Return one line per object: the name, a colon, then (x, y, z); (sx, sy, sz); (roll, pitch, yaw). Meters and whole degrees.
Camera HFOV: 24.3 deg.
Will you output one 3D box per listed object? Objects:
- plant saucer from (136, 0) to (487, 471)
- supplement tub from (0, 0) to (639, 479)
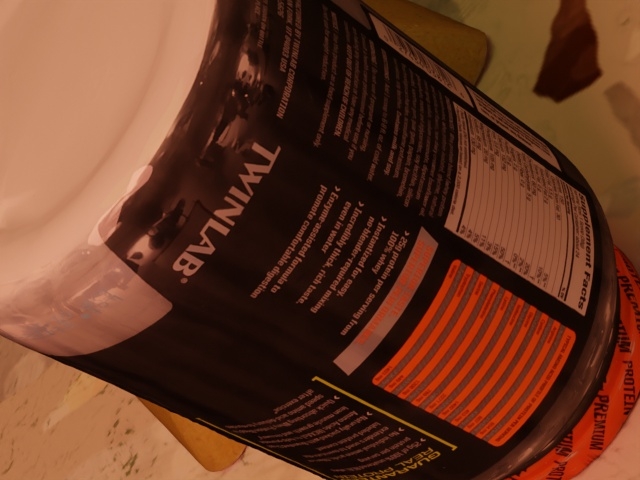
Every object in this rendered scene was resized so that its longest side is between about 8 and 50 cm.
plant saucer: (-0.086, -0.060, 1.037); (0.333, 0.081, 0.333); (34, 93, 50)
supplement tub: (0.000, 0.000, 0.708); (0.207, 0.338, 0.207); (-25, 50, 34)
